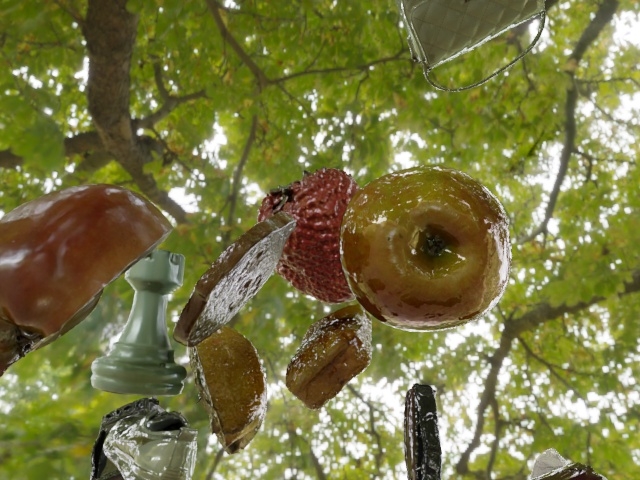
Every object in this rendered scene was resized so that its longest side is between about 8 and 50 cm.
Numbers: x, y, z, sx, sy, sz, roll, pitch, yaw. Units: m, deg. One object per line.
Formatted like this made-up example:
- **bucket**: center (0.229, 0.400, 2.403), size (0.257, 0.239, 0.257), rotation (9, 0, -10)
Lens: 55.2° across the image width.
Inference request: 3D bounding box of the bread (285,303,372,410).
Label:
- **bread**: center (0.028, 0.213, 1.265), size (0.109, 0.380, 0.185), rotation (43, -84, 1)

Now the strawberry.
- **strawberry**: center (0.000, 0.000, 1.580), size (0.312, 0.351, 0.267), rotation (-24, 0, 37)

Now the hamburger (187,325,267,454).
- **hamburger**: center (-0.196, 0.322, 1.358), size (0.157, 0.282, 0.144), rotation (-11, -24, -31)

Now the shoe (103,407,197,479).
- **shoe**: center (-0.253, 0.304, 0.937), size (0.103, 0.098, 0.275), rotation (25, -12, -30)

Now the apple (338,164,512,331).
- **apple**: center (0.169, 0.021, 1.016), size (0.302, 0.301, 0.301), rotation (1, -34, 1)

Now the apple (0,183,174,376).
- **apple**: center (-0.411, 0.072, 0.977), size (0.296, 0.365, 0.328), rotation (10, -73, 4)

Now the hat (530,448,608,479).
- **hat**: center (0.537, 0.548, 1.288), size (0.126, 0.203, 0.203), rotation (12, -35, -3)

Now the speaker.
- **speaker**: center (0.206, 0.340, 0.803), size (0.330, 0.258, 0.198), rotation (11, -7, -6)

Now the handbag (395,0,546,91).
- **handbag**: center (0.273, -0.386, 1.070), size (0.256, 0.079, 0.219), rotation (-26, -71, 5)

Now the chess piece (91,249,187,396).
- **chess piece**: center (-0.369, 0.171, 1.305), size (0.195, 0.298, 0.194), rotation (6, -9, 1)

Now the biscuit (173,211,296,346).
- **biscuit**: center (-0.156, 0.069, 1.098), size (0.049, 0.273, 0.257), rotation (37, -47, 9)

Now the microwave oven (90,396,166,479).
- **microwave oven**: center (-0.509, 0.590, 1.702), size (0.178, 0.247, 0.188), rotation (-24, -54, 10)
